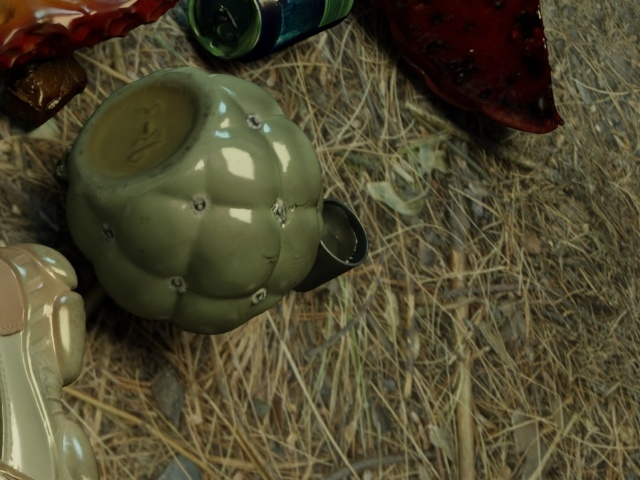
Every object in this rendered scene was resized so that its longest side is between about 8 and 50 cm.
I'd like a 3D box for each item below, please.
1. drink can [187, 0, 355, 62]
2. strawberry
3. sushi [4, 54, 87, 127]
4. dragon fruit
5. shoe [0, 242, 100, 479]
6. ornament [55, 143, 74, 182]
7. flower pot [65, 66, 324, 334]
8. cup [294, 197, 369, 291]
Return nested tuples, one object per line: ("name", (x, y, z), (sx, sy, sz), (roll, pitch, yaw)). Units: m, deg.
("drink can", (-0.052, -0.268, 2.066), (0.118, 0.118, 0.205), (58, 37, 2))
("strawberry", (-0.268, -0.263, 1.808), (0.265, 0.149, 0.336), (37, 54, 6))
("sushi", (-0.265, -0.148, 1.802), (0.055, 0.052, 0.120), (46, 39, -4))
("dragon fruit", (0.174, -0.294, 2.358), (0.329, 0.228, 0.286), (-87, 165, -63))
("shoe", (-0.299, 0.154, 1.452), (0.198, 0.172, 0.351), (17, 53, -38))
("ornament", (-0.215, -0.087, 1.823), (0.092, 0.041, 0.068), (2, 84, -59))
("flower pot", (-0.117, -0.040, 1.732), (0.195, 0.246, 0.246), (54, 31, -42))
("cup", (0.000, 0.000, 1.960), (0.078, 0.077, 0.100), (43, 40, -16))
